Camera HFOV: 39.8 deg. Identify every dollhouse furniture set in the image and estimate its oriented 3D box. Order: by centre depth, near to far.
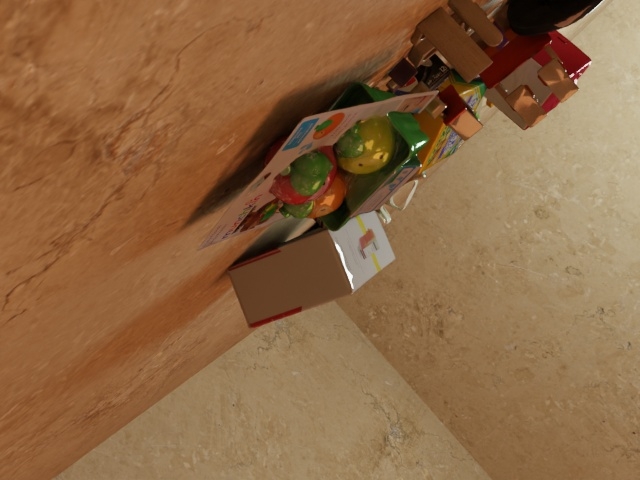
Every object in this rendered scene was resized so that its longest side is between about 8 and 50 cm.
[{"bbox_3d":[0.236,-0.322,1.496,0.144,0.123,0.151,-40,174,-16],"label":"dollhouse furniture set"},{"bbox_3d":[0.161,-0.253,1.585,0.091,0.114,0.081,-45,178,13],"label":"dollhouse furniture set"},{"bbox_3d":[0.338,-0.330,1.747,0.259,0.135,0.262,-39,-145,17],"label":"dollhouse furniture set"}]

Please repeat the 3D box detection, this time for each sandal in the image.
[{"bbox_3d":[0.532,-0.558,1.674,0.446,0.167,0.107,-36,135,6],"label":"sandal"}]

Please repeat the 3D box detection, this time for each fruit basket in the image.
[{"bbox_3d":[0.006,-0.107,1.410,0.353,0.165,0.327,-29,167,-50],"label":"fruit basket"}]

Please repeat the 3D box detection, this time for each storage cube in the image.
[{"bbox_3d":[0.558,-0.438,2.328,0.193,0.215,0.183,-35,164,-42],"label":"storage cube"}]

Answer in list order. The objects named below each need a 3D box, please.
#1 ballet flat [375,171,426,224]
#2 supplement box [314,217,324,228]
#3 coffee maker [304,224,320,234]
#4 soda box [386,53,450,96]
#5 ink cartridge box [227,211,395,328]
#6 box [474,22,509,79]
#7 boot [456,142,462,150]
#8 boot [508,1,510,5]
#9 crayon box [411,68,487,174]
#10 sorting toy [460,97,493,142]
[{"bbox_3d":[0.201,-0.127,2.738,0.342,0.124,0.116,-44,174,27],"label":"ballet flat"},{"bbox_3d":[0.049,-0.122,1.977,0.188,0.081,0.104,-41,174,-6],"label":"supplement box"},{"bbox_3d":[0.000,0.000,2.528,0.178,0.120,0.171,-41,151,-18],"label":"coffee maker"},{"bbox_3d":[0.170,-0.284,1.702,0.169,0.053,0.060,-42,174,2],"label":"soda box"},{"bbox_3d":[-0.012,0.059,2.168,0.279,0.160,0.385,-22,-178,21],"label":"ink cartridge box"},{"bbox_3d":[0.456,-0.484,1.978,0.293,0.057,0.201,-46,168,31],"label":"box"},{"bbox_3d":[0.387,-0.323,2.695,0.236,0.089,0.269,-40,173,-18],"label":"boot"},{"bbox_3d":[0.448,-0.510,1.819,0.059,0.084,0.158,19,159,-36],"label":"boot"},{"bbox_3d":[0.266,-0.272,2.001,0.323,0.083,0.203,-31,150,-58],"label":"crayon box"},{"bbox_3d":[0.420,-0.362,2.476,0.307,0.041,0.229,-40,154,-16],"label":"sorting toy"}]
